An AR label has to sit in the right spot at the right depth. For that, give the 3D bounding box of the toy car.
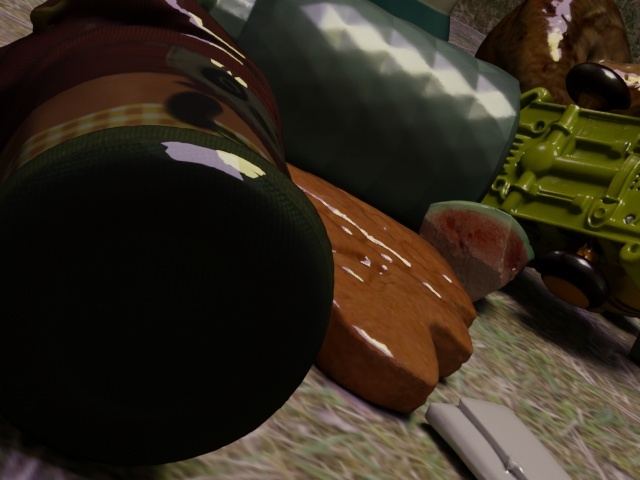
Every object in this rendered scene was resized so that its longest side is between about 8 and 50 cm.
[{"bbox_3d":[0.229,-0.025,1.114,0.248,0.200,0.142,22,-20,47],"label":"toy car"}]

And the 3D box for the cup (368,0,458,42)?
[{"bbox_3d":[0.046,-0.189,1.303,0.167,0.173,0.300,40,16,26],"label":"cup"}]

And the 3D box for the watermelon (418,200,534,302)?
[{"bbox_3d":[0.105,0.015,1.012,0.084,0.072,0.092,25,-27,23],"label":"watermelon"}]

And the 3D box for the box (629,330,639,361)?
[{"bbox_3d":[0.309,0.078,1.142,0.069,0.084,0.122,29,12,22],"label":"box"}]

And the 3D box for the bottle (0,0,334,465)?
[{"bbox_3d":[-0.082,-0.034,0.582,0.143,0.156,0.271,9,25,-14],"label":"bottle"}]

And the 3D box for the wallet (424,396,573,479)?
[{"bbox_3d":[0.103,0.122,0.695,0.061,0.025,0.122,13,23,-33],"label":"wallet"}]

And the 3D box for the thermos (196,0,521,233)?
[{"bbox_3d":[-0.002,-0.122,1.074,0.287,0.145,0.182,26,-12,-11],"label":"thermos"}]

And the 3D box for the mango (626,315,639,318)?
[{"bbox_3d":[0.262,0.009,1.255,0.074,0.091,0.165,6,29,-37],"label":"mango"}]

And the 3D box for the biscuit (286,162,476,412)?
[{"bbox_3d":[0.000,0.000,0.847,0.284,0.043,0.306,39,16,25],"label":"biscuit"}]

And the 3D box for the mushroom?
[{"bbox_3d":[0.274,-0.135,1.463,0.283,0.263,0.195,7,-15,-31],"label":"mushroom"}]
